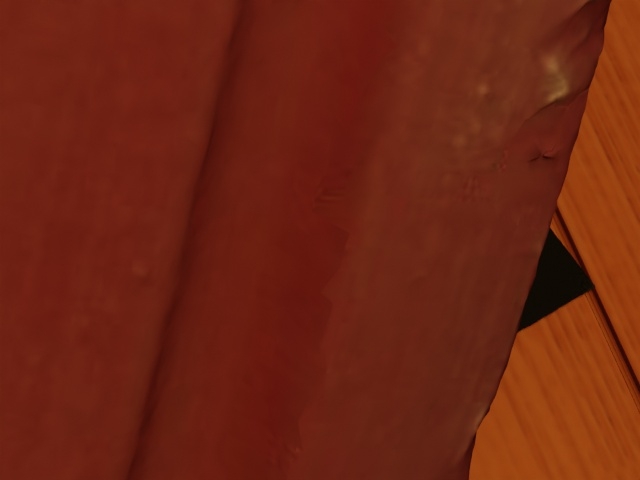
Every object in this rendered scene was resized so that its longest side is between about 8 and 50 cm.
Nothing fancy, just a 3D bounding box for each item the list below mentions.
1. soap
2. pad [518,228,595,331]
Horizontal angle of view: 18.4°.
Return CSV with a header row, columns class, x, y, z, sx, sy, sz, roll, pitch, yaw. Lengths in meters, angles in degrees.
class,x,y,z,sx,sy,sz,roll,pitch,yaw
soap,-0.079,0.012,0.410,0.233,0.359,0.128,5,22,-27
pad,0.000,0.000,0.692,0.190,0.004,0.127,-27,76,-38
